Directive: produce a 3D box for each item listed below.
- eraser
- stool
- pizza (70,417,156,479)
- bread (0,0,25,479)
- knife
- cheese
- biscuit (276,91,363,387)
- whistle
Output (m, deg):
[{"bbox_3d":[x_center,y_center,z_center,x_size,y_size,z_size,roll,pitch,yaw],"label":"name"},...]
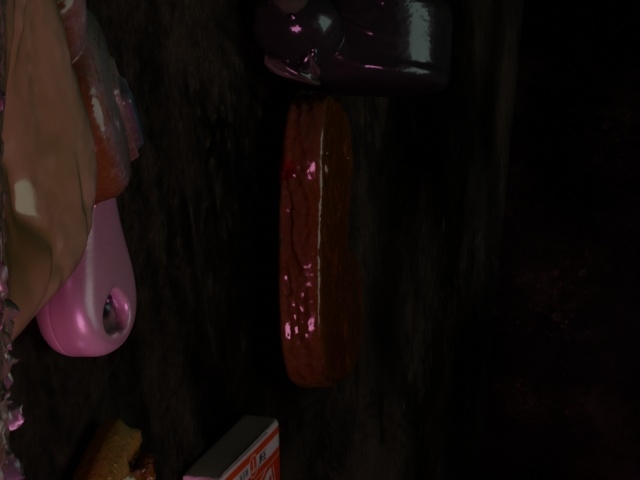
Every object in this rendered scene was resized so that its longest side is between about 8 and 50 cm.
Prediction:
[{"bbox_3d":[-0.068,0.275,1.230,0.157,0.038,0.230,-36,127,-72],"label":"eraser"},{"bbox_3d":[0.035,-0.199,1.329,0.228,0.153,0.139,6,87,-75],"label":"stool"},{"bbox_3d":[-0.131,0.202,0.961,0.134,0.046,0.175,61,34,-63],"label":"pizza"},{"bbox_3d":[-0.180,-0.041,0.473,0.102,0.183,0.337,-156,-114,-86],"label":"bread"},{"bbox_3d":[-0.156,-0.096,0.874,0.081,0.043,0.336,-23,109,-64],"label":"knife"},{"bbox_3d":[-0.170,-0.038,0.635,0.218,0.117,0.235,54,38,-69],"label":"cheese"},{"bbox_3d":[-0.002,0.000,1.427,0.262,0.052,0.277,-25,115,-79],"label":"biscuit"},{"bbox_3d":[-0.132,-0.097,0.766,0.220,0.057,0.107,80,-3,-52],"label":"whistle"}]
